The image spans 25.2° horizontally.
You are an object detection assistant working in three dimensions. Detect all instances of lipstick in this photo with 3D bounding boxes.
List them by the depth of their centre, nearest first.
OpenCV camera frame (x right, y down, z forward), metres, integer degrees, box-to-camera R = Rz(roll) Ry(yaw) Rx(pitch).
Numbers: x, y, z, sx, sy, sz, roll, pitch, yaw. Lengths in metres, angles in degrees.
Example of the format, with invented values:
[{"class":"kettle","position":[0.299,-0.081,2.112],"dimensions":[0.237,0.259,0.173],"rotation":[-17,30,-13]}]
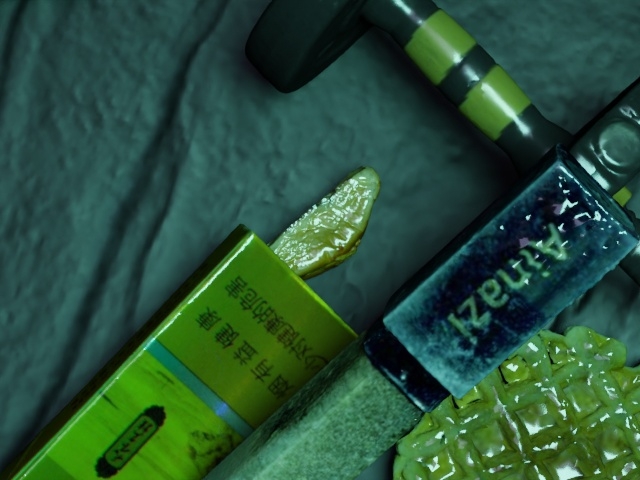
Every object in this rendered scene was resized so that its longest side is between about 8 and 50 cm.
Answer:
[{"class":"lipstick","position":[0.006,0.082,0.633],"dimensions":[0.312,0.051,0.051],"rotation":[-43,96,15]}]

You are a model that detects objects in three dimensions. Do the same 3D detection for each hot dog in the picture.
[{"class":"hot dog","position":[0.000,0.000,0.738],"dimensions":[0.090,0.030,0.034],"rotation":[-41,89,-6]}]

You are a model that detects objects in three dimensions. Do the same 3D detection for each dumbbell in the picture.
[{"class":"dumbbell","position":[0.071,-0.080,0.693],"dimensions":[0.143,0.143,0.325],"rotation":[-44,88,-6]}]

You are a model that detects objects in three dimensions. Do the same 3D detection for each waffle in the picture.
[{"class":"waffle","position":[0.125,0.128,0.723],"dimensions":[0.184,0.036,0.169],"rotation":[15,82,-7]}]

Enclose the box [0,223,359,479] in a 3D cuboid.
[{"class":"box","position":[-0.062,0.103,0.706],"dimensions":[0.193,0.030,0.121],"rotation":[-46,108,-5]}]
